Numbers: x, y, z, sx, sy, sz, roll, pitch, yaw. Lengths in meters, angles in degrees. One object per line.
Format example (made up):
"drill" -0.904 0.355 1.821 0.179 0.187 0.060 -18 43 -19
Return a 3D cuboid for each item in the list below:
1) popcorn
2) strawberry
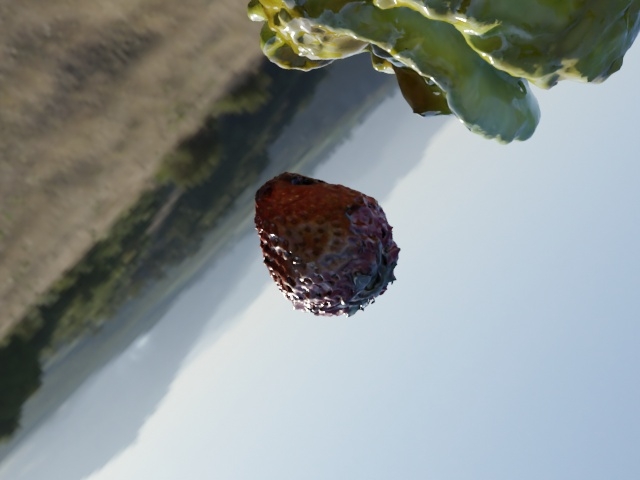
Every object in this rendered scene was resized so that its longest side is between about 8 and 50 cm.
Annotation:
"popcorn" 0.063 -0.154 0.660 0.184 0.221 0.204 -64 -179 1
"strawberry" 0.000 0.000 0.775 0.083 0.096 0.083 -34 169 -7
